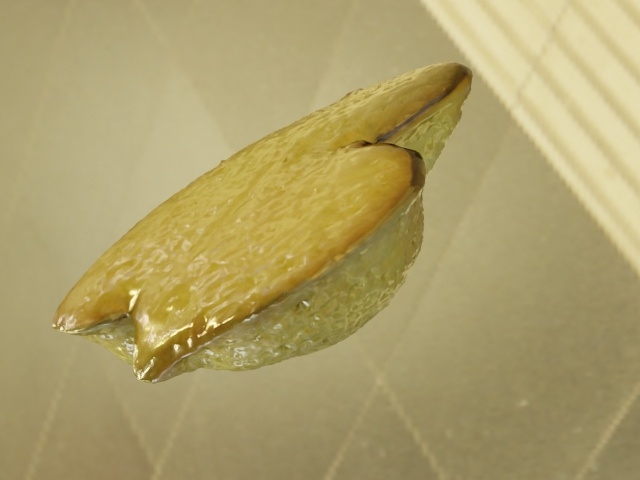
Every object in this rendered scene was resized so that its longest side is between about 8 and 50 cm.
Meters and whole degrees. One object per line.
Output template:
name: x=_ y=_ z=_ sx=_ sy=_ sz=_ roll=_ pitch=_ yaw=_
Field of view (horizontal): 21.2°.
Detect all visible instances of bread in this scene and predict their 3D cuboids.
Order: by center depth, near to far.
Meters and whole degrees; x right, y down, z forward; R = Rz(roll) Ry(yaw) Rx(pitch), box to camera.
bread: x=0.000 y=0.000 z=0.638 sx=0.149 sy=0.188 sz=0.065 roll=0 pitch=123 yaw=57
